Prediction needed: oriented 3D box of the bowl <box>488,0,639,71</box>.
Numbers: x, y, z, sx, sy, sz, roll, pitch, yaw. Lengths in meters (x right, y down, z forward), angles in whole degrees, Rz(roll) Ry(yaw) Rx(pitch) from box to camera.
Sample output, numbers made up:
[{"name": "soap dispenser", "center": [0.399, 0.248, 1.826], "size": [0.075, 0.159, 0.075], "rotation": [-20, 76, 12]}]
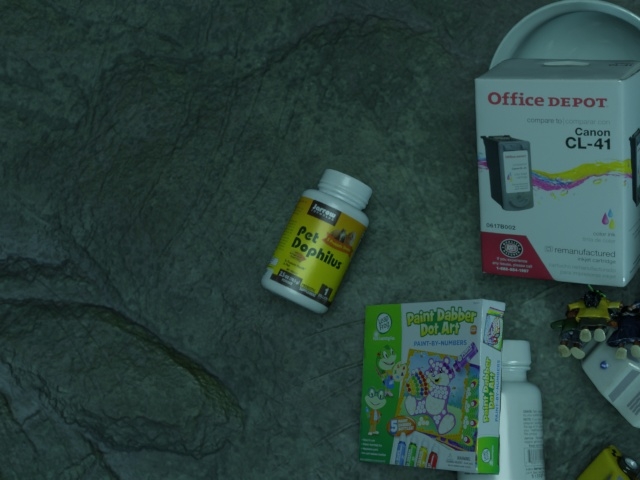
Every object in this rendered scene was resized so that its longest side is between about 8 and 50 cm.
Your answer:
[{"name": "bowl", "center": [0.412, -0.229, 1.704], "size": [0.298, 0.134, 0.297], "rotation": [11, 115, 26]}]

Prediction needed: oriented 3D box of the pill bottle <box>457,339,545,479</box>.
[{"name": "pill bottle", "center": [0.266, 0.266, 1.672], "size": [0.131, 0.131, 0.229], "rotation": [-2, 80, 8]}]

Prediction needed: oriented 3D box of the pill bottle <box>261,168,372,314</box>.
[{"name": "pill bottle", "center": [0.000, 0.000, 1.765], "size": [0.117, 0.117, 0.215], "rotation": [24, 85, 12]}]

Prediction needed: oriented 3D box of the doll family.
[{"name": "doll family", "center": [0.427, 0.108, 1.610], "size": [0.193, 0.111, 0.076], "rotation": [2, 126, 18]}]

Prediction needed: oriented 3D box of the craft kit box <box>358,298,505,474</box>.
[{"name": "craft kit box", "center": [0.162, 0.215, 1.663], "size": [0.250, 0.061, 0.246], "rotation": [-8, 73, 49]}]

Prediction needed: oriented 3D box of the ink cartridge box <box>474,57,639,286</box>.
[{"name": "ink cartridge box", "center": [0.351, -0.101, 1.631], "size": [0.226, 0.131, 0.306], "rotation": [5, 113, 29]}]

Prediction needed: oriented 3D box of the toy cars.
[{"name": "toy cars", "center": [0.431, 0.286, 1.624], "size": [0.176, 0.087, 0.393], "rotation": [-11, 75, 49]}]
